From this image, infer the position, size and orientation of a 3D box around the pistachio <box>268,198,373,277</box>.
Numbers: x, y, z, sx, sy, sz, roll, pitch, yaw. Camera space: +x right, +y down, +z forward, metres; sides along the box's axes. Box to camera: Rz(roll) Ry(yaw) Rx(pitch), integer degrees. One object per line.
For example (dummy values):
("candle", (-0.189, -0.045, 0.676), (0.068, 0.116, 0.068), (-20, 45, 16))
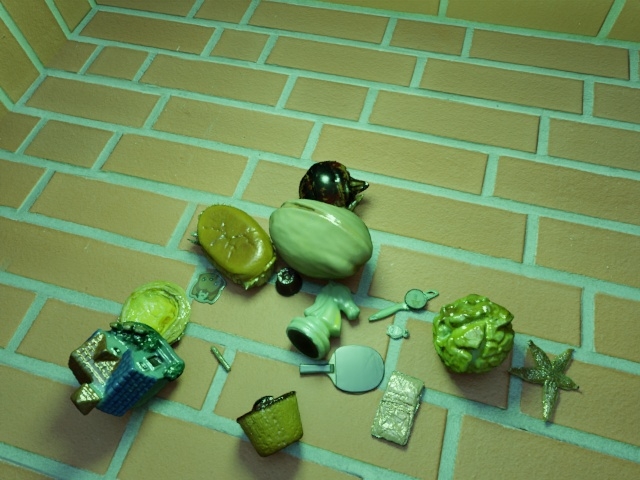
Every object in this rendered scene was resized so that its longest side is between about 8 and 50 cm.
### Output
("pistachio", (0.000, 0.000, 1.790), (0.446, 0.365, 0.281), (16, 57, 41))

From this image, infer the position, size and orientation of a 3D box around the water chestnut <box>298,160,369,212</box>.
("water chestnut", (0.042, -0.195, 1.967), (0.245, 0.289, 0.288), (22, 58, -22))

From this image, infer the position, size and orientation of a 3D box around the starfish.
("starfish", (0.760, 0.460, 1.650), (0.231, 0.048, 0.295), (29, 67, 8))

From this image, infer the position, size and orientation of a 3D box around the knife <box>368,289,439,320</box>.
("knife", (0.314, 0.247, 1.817), (0.293, 0.019, 0.043), (-22, 59, -11))

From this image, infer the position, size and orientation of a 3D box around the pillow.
("pillow", (0.262, 0.562, 1.627), (0.126, 0.043, 0.232), (17, 65, 19))

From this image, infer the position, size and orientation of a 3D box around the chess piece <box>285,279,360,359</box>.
("chess piece", (0.026, 0.277, 1.760), (0.176, 0.175, 0.298), (31, 54, 19))

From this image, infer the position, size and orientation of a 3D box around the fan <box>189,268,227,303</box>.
("fan", (-0.432, 0.149, 1.928), (0.132, 0.009, 0.219), (18, 63, 13))

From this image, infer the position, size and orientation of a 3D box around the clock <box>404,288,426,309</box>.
("clock", (0.357, 0.220, 1.811), (0.085, 0.017, 0.085), (0, 58, 1))

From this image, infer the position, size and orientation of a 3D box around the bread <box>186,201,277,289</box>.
("bread", (-0.336, 0.010, 1.900), (0.389, 0.183, 0.236), (37, 67, 19))

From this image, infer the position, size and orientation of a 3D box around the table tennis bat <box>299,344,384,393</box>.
("table tennis bat", (0.076, 0.455, 1.710), (0.302, 0.022, 0.173), (-2, 60, 1))

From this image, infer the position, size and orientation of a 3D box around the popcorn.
("popcorn", (0.505, 0.312, 1.632), (0.283, 0.282, 0.246), (-6, 95, 0))

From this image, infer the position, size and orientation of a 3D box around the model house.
("model house", (-0.674, 0.411, 1.568), (0.252, 0.329, 0.295), (-43, 79, 4))

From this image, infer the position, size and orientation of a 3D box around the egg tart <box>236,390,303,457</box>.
("egg tart", (-0.151, 0.583, 1.558), (0.215, 0.215, 0.170), (-25, 75, -10))

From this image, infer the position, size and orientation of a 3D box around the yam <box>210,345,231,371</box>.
("yam", (-0.364, 0.428, 1.755), (0.021, 0.021, 0.116), (-37, 66, -17))

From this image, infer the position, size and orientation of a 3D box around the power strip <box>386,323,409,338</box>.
("power strip", (0.282, 0.331, 1.762), (0.084, 0.035, 0.055), (10, 61, 12))

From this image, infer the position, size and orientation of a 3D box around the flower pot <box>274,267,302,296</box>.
("flower pot", (-0.128, 0.150, 1.861), (0.112, 0.089, 0.111), (-2, 60, 3))

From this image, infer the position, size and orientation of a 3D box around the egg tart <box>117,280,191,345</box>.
("egg tart", (-0.617, 0.287, 1.817), (0.279, 0.095, 0.278), (-2, 65, 4))
